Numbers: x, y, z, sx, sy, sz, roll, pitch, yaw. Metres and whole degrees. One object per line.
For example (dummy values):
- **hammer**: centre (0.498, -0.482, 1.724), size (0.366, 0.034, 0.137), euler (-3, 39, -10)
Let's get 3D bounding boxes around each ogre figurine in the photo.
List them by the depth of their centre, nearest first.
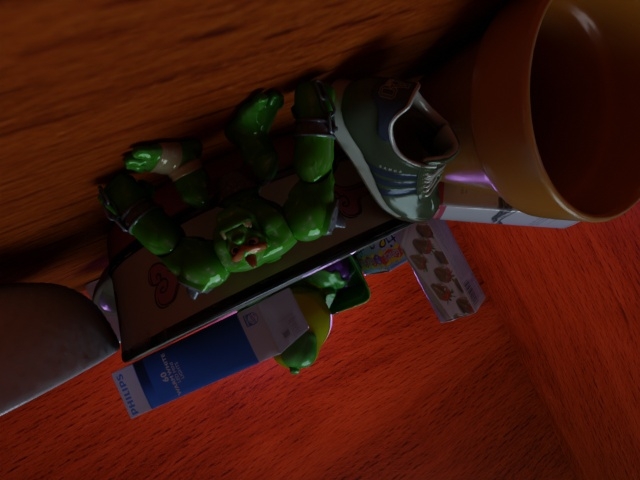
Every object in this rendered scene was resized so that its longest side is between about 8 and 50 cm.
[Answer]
- **ogre figurine**: centre (-0.063, -0.034, 0.336), size (0.197, 0.118, 0.097), euler (-26, -178, -14)

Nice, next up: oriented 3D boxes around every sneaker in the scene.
- **sneaker**: centre (0.085, -0.071, 0.385), size (0.086, 0.192, 0.064), euler (10, -112, 43)

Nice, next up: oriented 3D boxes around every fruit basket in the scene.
- **fruit basket**: centre (-0.073, 0.136, 1.089), size (0.393, 0.282, 0.392), euler (-26, -167, 7)

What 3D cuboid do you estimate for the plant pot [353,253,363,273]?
- **plant pot**: centre (0.000, 0.000, 1.370), size (0.324, 0.323, 0.280), euler (-25, -169, 19)

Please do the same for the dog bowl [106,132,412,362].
- **dog bowl**: centre (-0.088, 0.001, 0.580), size (0.409, 0.150, 0.408), euler (-25, 176, -2)

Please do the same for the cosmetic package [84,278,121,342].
- **cosmetic package**: centre (-0.443, 0.143, 1.033), size (0.152, 0.151, 0.184), euler (-25, -179, -18)

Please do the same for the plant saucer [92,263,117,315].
- **plant saucer**: centre (-0.289, 0.056, 0.812), size (0.278, 0.041, 0.278), euler (-29, 162, -10)

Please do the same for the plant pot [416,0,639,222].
- **plant pot**: centre (0.190, -0.125, 0.425), size (0.205, 0.204, 0.188), euler (-26, -163, -23)

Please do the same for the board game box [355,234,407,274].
- **board game box**: centre (0.143, -0.066, 1.123), size (0.145, 0.275, 0.142), euler (-26, -178, -21)

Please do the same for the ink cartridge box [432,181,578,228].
- **ink cartridge box**: centre (0.233, -0.106, 0.575), size (0.218, 0.158, 0.092), euler (5, 171, 12)

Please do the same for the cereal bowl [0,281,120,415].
- **cereal bowl**: centre (-0.400, 0.133, 0.438), size (0.339, 0.141, 0.339), euler (-24, -178, 1)

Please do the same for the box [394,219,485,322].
- **box**: centre (0.151, -0.030, 0.673), size (0.063, 0.323, 0.067), euler (-28, 180, 37)

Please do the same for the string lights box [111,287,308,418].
- **string lights box**: centre (-0.161, 0.167, 0.647), size (0.260, 0.076, 0.133), euler (-27, 176, 14)
